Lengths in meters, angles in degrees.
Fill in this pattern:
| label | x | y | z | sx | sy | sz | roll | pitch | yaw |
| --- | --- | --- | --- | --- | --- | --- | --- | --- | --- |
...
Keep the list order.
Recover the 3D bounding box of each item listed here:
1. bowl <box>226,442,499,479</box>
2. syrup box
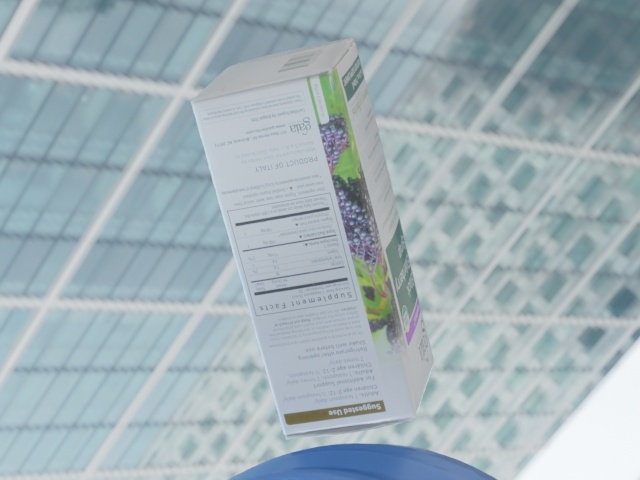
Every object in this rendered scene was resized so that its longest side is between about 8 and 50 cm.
| label | x | y | z | sx | sy | sz | roll | pitch | yaw |
| --- | --- | --- | --- | --- | --- | --- | --- | --- | --- |
| bowl | 0.015 | 0.317 | 0.990 | 0.391 | 0.391 | 0.077 | 49 | -159 | 24 |
| syrup box | 0.000 | 0.000 | 1.088 | 0.093 | 0.096 | 0.236 | -58 | -45 | -67 |
